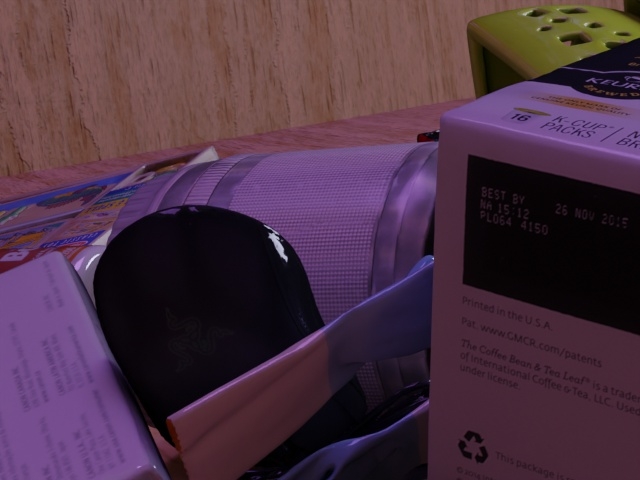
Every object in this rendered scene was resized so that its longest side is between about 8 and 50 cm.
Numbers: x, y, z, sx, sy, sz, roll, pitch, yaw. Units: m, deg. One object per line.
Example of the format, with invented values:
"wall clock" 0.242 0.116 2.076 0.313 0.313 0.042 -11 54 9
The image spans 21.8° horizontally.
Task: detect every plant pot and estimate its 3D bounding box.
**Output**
"plant pot" 0.291 -0.113 1.627 0.207 0.228 0.227 -20 32 -10

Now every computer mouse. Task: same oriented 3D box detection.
"computer mouse" -0.033 0.087 0.973 0.188 0.272 0.072 -23 44 14

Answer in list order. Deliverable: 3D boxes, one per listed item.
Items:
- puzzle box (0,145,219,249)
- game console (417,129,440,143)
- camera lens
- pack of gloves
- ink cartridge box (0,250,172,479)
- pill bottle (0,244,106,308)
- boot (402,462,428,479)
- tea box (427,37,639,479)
"puzzle box" -0.330 0.009 1.803 0.409 0.052 0.272 -12 20 31
"game console" 0.160 -0.053 1.855 0.085 0.144 0.124 -10 10 -7
"camera lens" 0.009 0.043 1.190 0.274 0.219 0.219 -2 11 29
"pack of gloves" 0.022 0.085 0.936 0.232 0.195 0.046 -30 53 -17
"ink cartridge box" -0.286 0.171 0.979 0.385 0.091 0.308 -26 28 -7
"pill bottle" -0.286 0.067 1.567 0.216 0.121 0.121 -2 11 27
"boot" 0.095 0.164 0.880 0.137 0.076 0.198 2 14 22
"tea box" 0.277 0.029 0.853 0.329 0.220 0.323 17 27 36
